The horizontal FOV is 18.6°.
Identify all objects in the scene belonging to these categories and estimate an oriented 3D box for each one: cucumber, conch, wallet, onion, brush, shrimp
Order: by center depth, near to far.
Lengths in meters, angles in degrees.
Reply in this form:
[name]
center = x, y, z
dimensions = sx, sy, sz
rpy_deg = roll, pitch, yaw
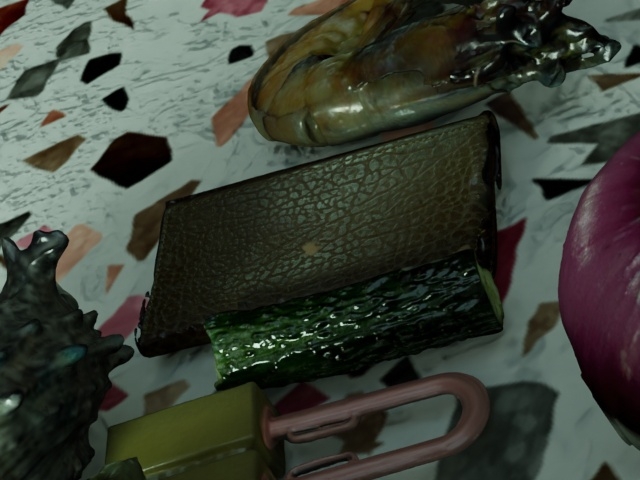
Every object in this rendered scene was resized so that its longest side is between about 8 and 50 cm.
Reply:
[onion]
center = 0.215, 0.031, 0.965
dimensions = 0.207, 0.200, 0.200
rpy_deg = 30, 64, 15
[brush]
center = -0.014, 0.122, 1.116
dimensions = 0.233, 0.047, 0.103
rpy_deg = -19, 39, 16
[cucumber]
center = 0.019, 0.053, 1.164
dimensions = 0.187, 0.058, 0.058
rpy_deg = -15, 41, 23
[conch]
center = -0.242, 0.129, 1.176
dimensions = 0.313, 0.186, 0.240
rpy_deg = -60, 15, -7
[wallet]
center = 0.000, 0.000, 1.252
dimensions = 0.243, 0.039, 0.133
rpy_deg = -14, 47, 22
[shrimp]
center = 0.080, -0.142, 1.336
dimensions = 0.289, 0.075, 0.178
rpy_deg = -18, 35, 38

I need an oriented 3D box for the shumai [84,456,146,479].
[shumai]
center = -0.163, 0.239, 0.976
dimensions = 0.218, 0.189, 0.256
rpy_deg = -18, 34, 15
